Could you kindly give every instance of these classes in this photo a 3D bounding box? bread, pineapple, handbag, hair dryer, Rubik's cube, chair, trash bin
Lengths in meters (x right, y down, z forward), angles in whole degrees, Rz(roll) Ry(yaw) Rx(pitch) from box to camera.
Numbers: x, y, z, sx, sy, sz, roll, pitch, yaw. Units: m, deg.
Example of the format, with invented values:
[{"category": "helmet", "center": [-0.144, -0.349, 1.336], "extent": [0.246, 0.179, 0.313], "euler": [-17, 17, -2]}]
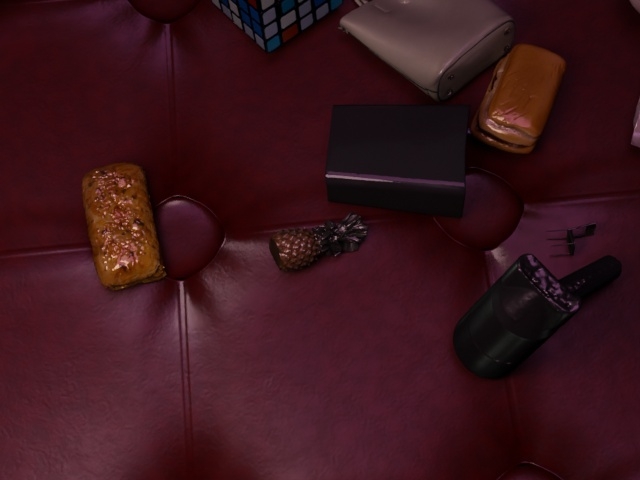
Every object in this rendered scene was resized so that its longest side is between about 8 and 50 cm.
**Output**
[{"category": "bread", "center": [-0.320, -0.024, 1.669], "extent": [0.113, 0.083, 0.211], "euler": [-13, 69, -9]}, {"category": "pineapple", "center": [0.000, 0.000, 1.665], "extent": [0.159, 0.074, 0.074], "euler": [-17, 68, -15]}, {"category": "bread", "center": [0.338, -0.244, 1.753], "extent": [0.115, 0.077, 0.200], "euler": [23, 63, 5]}, {"category": "handbag", "center": [0.171, -0.404, 1.814], "extent": [0.241, 0.109, 0.315], "euler": [-38, 68, -14]}, {"category": "hair dryer", "center": [0.362, 0.072, 1.548], "extent": [0.302, 0.244, 0.116], "euler": [-27, 75, -26]}, {"category": "Rubik's cube", "center": [-0.086, -0.474, 1.790], "extent": [0.187, 0.184, 0.182], "euler": [-36, 62, -16]}, {"category": "chair", "center": [0.411, 0.000, 1.673], "extent": [0.086, 0.037, 0.042], "euler": [-11, 55, 0]}, {"category": "trash bin", "center": [0.128, -0.136, 1.699], "extent": [0.225, 0.115, 0.165], "euler": [4, 68, 6]}]

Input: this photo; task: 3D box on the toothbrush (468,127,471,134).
[{"category": "toothbrush", "center": [0.259, -0.185, 1.767], "extent": [0.131, 0.013, 0.011], "euler": [15, 65, 10]}]

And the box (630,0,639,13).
[{"category": "box", "center": [0.730, -0.463, 1.802], "extent": [0.349, 0.141, 0.289], "euler": [-38, 69, -18]}]

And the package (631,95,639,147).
[{"category": "package", "center": [0.653, -0.240, 1.762], "extent": [0.203, 0.062, 0.251], "euler": [17, 64, 6]}]
